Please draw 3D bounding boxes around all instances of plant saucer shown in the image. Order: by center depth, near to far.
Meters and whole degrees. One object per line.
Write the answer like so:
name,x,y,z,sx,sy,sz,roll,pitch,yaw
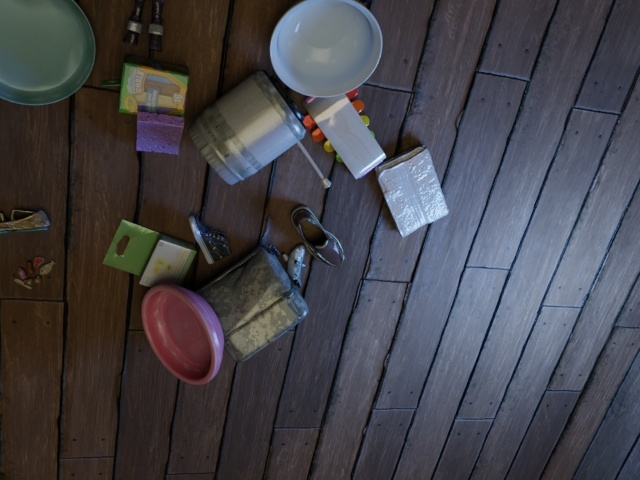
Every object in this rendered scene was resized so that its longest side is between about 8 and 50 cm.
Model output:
plant saucer,-0.726,-0.493,1.519,0.318,0.043,0.317,-11,127,-14
plant saucer,-0.411,0.277,1.876,0.084,0.332,0.332,-28,131,-47

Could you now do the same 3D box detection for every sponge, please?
sponge,-0.433,-0.285,1.647,0.117,0.210,0.031,5,77,-16

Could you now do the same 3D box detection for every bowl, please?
bowl,0.011,-0.541,1.634,0.298,0.134,0.298,-3,139,-2

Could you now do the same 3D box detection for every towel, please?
towel,0.298,-0.158,1.987,0.187,0.049,0.282,-27,121,1

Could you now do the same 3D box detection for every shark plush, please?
shark plush,-0.068,0.093,2.019,0.067,0.073,0.161,-31,121,-33

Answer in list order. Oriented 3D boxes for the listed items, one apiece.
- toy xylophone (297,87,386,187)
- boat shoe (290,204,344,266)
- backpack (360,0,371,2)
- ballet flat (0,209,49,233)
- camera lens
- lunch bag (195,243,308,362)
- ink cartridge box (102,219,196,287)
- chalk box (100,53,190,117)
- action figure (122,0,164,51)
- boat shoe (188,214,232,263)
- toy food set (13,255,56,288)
toy xylophone,0.054,-0.302,1.825,0.236,0.081,0.322,-29,120,1
boat shoe,-0.006,0.005,1.962,0.095,0.095,0.257,-39,120,7
backpack,0.068,-0.698,1.591,0.182,0.152,0.115,28,109,-18
ballet flat,-0.874,-0.050,1.730,0.206,0.073,0.067,-9,92,-13
camera lens,-0.193,-0.310,1.676,0.274,0.219,0.219,-36,120,5
lunch bag,-0.218,0.188,1.938,0.305,0.212,0.256,-34,103,1
ink cartridge box,-0.522,0.053,1.876,0.235,0.056,0.171,21,111,-26
chalk box,-0.460,-0.404,1.606,0.213,0.132,0.132,7,115,-20
action figure,-0.424,-0.625,1.525,0.185,0.099,0.285,12,110,-13
boat shoe,-0.338,-0.015,1.886,0.083,0.065,0.183,-23,127,-4
toy food set,-0.854,0.093,1.826,0.078,0.019,0.122,36,103,-28
